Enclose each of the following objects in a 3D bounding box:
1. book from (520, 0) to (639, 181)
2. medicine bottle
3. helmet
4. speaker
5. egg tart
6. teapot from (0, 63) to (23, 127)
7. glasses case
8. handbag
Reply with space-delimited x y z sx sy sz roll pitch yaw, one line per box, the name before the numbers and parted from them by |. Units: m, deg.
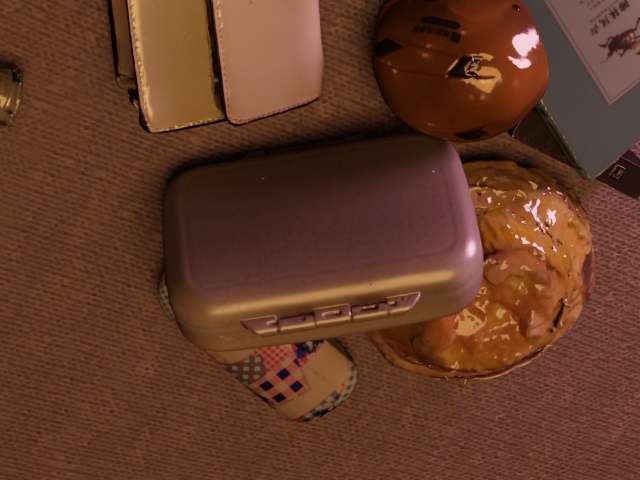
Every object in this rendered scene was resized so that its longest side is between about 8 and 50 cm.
book | 0.333 -0.290 1.857 0.264 0.031 0.379 -38 114 -4
medicine bottle | 0.000 0.000 1.837 0.375 0.282 0.123 -9 140 1
helmet | 0.153 -0.196 1.798 0.224 0.130 0.198 8 130 20
speaker | 0.327 -0.126 1.972 0.218 0.082 0.044 24 110 -27
egg tart | 0.216 0.063 2.016 0.352 0.150 0.352 -5 122 -8
teapot | -0.447 -0.170 1.743 0.200 0.077 0.107 13 119 -21
glasses case | -0.080 0.125 2.010 0.125 0.076 0.327 -42 121 8
handbag | -0.118 -0.318 1.699 0.237 0.160 0.358 -13 121 -17
